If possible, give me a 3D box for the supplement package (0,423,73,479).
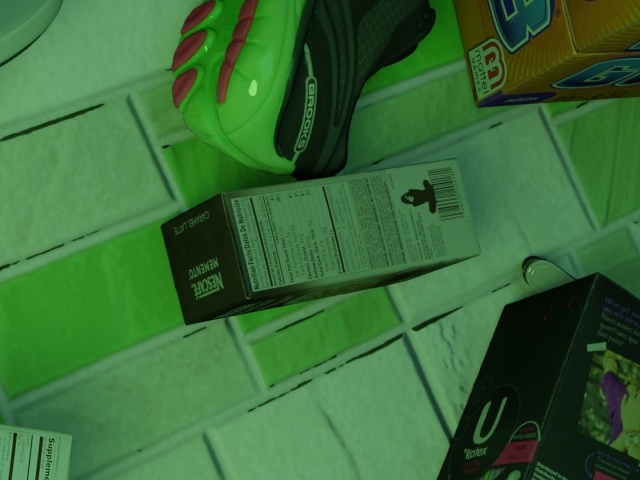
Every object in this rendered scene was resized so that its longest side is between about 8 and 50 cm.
[{"bbox_3d":[-0.317,0.211,1.157,0.203,0.194,0.149,12,72,-25],"label":"supplement package"}]

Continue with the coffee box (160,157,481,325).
[{"bbox_3d":[0.000,0.000,1.417,0.247,0.141,0.098,-10,82,-29],"label":"coffee box"}]

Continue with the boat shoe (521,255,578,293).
[{"bbox_3d":[0.255,0.060,1.599,0.125,0.038,0.046,37,98,-15],"label":"boat shoe"}]

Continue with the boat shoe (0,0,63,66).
[{"bbox_3d":[-0.363,-0.106,1.250,0.367,0.156,0.136,-36,67,-20],"label":"boat shoe"}]

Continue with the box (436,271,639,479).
[{"bbox_3d":[0.227,0.189,1.475,0.143,0.165,0.270,33,63,-17],"label":"box"}]

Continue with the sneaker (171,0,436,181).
[{"bbox_3d":[0.014,-0.266,1.500,0.202,0.185,0.482,38,64,-35],"label":"sneaker"}]

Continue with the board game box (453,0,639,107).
[{"bbox_3d":[0.359,-0.362,1.582,0.356,0.356,0.356,-7,80,-29],"label":"board game box"}]
